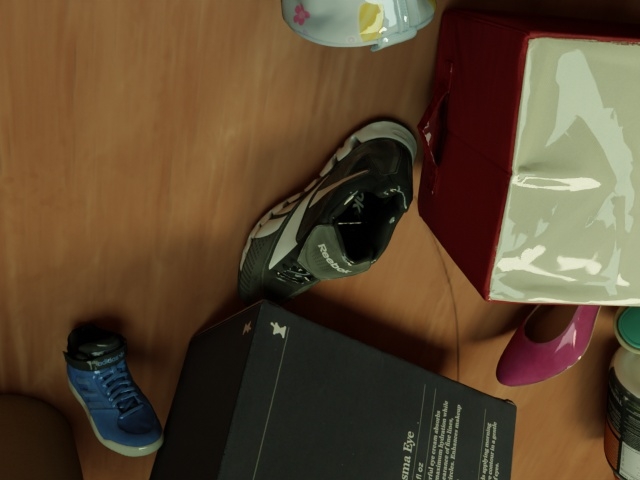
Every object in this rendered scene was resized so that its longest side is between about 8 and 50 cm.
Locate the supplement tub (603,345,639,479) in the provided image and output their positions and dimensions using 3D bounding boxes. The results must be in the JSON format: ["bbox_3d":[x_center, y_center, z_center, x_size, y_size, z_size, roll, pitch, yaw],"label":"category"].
[{"bbox_3d":[0.382,0.206,0.920,0.117,0.117,0.190,-10,129,3],"label":"supplement tub"}]

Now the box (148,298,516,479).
[{"bbox_3d":[0.000,0.280,0.780,0.313,0.343,0.179,26,150,-23],"label":"box"}]

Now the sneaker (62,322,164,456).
[{"bbox_3d":[-0.207,0.141,0.806,0.058,0.152,0.084,-19,130,-33],"label":"sneaker"}]

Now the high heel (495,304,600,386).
[{"bbox_3d":[0.237,0.047,0.806,0.117,0.082,0.244,32,120,-23],"label":"high heel"}]

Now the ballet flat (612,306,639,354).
[{"bbox_3d":[0.410,0.034,0.824,0.248,0.086,0.086,-38,122,24],"label":"ballet flat"}]

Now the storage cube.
[{"bbox_3d":[0.192,-0.068,0.613,0.215,0.193,0.183,2,109,-8],"label":"storage cube"}]

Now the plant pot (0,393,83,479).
[{"bbox_3d":[-0.337,0.300,0.826,0.257,0.274,0.256,-2,128,-3],"label":"plant pot"}]

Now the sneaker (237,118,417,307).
[{"bbox_3d":[0.000,0.000,0.731,0.078,0.106,0.234,32,119,-25],"label":"sneaker"}]

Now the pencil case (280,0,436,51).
[{"bbox_3d":[0.022,-0.263,0.519,0.113,0.124,0.273,-33,138,-31],"label":"pencil case"}]
